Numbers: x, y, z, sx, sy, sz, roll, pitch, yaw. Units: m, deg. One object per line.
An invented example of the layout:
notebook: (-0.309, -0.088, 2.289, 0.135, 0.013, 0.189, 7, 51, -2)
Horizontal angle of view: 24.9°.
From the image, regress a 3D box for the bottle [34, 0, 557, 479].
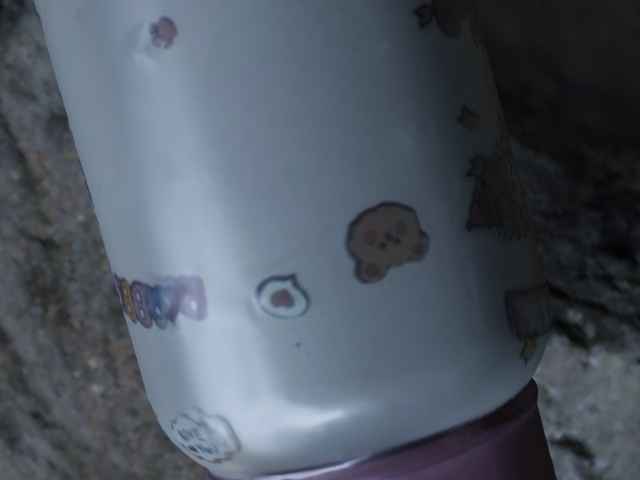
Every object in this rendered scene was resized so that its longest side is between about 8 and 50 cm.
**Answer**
bottle: (0.000, 0.000, 0.379, 0.110, 0.110, 0.233, 4, 111, 68)
